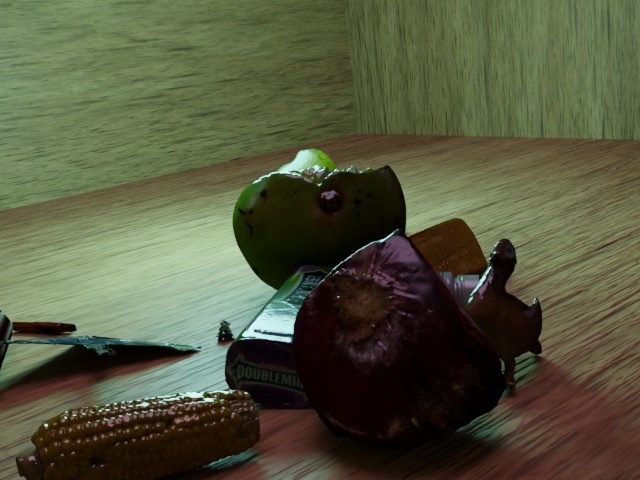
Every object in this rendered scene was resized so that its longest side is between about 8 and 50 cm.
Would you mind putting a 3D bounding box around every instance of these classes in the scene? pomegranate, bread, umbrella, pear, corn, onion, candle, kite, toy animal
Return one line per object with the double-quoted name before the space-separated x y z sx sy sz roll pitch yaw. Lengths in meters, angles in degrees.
"pomegranate" 0.000 0.000 1.531 0.309 0.216 0.358 -11 -16 -12
"bread" 0.207 0.033 1.475 0.077 0.116 0.200 -27 -4 43
"umbrella" -0.154 0.145 1.358 0.031 0.020 0.083 -7 9 -5
"pear" -0.027 -0.086 1.824 0.187 0.220 0.187 -9 11 2
"corn" -0.196 0.218 0.919 0.261 0.097 0.097 -9 14 -15
"onion" 0.079 0.137 0.935 0.206 0.216 0.207 -36 53 6
"candle" -0.506 0.151 1.480 0.167 0.021 0.026 0 14 21
"kite" -0.348 0.158 1.269 0.335 0.011 0.314 3 -3 -19
"toy animal" 0.243 0.095 1.083 0.089 0.179 0.188 9 -6 41

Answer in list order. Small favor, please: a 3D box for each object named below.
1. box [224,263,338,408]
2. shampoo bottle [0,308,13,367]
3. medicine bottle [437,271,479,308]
"box" -0.023 0.126 1.218 0.134 0.097 0.345 5 16 11
"shampoo bottle" -0.553 0.165 1.317 0.129 0.084 0.323 -4 13 -12
"medicine bottle" 0.182 0.089 1.303 0.130 0.080 0.080 -3 14 9
